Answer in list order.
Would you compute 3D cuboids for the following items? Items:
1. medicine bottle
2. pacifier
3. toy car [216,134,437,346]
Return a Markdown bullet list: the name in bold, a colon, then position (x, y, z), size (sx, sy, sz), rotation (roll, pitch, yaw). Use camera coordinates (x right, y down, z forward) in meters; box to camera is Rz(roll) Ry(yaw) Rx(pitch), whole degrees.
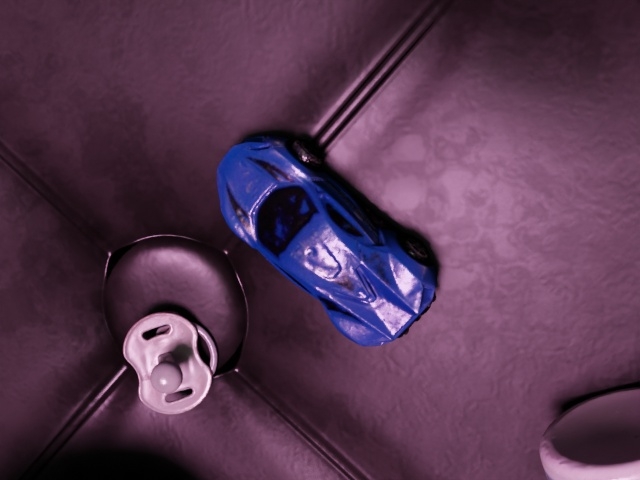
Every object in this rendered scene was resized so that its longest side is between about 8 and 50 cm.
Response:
- **medicine bottle**: position (0.273, 0.248, 0.645), size (0.139, 0.139, 0.237), rotation (-18, 102, 18)
- **pacifier**: position (-0.135, 0.115, 0.738), size (0.081, 0.078, 0.099), rotation (-19, 100, -4)
- **toy car**: position (0.000, 0.000, 0.679), size (0.216, 0.063, 0.103), rotation (41, 111, 0)
